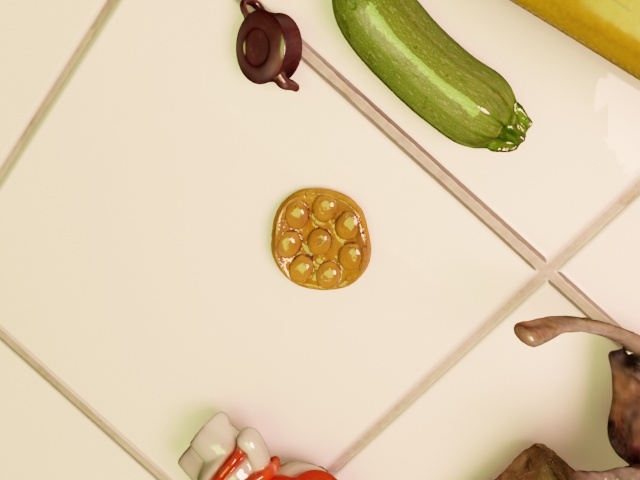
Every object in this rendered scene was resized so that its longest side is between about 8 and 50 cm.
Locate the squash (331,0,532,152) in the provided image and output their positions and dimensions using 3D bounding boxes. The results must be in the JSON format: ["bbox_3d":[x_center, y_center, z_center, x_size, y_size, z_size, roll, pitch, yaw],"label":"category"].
[{"bbox_3d":[0.093,-0.156,0.634,0.219,0.068,0.077,41,106,-1],"label":"squash"}]

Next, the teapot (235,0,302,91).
[{"bbox_3d":[-0.047,-0.184,0.675,0.067,0.045,0.100,-30,79,41],"label":"teapot"}]

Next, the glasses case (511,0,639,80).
[{"bbox_3d":[0.281,-0.176,0.524,0.371,0.173,0.141,33,114,3],"label":"glasses case"}]

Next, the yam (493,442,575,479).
[{"bbox_3d":[0.185,0.313,0.714,0.129,0.128,0.238,44,111,23],"label":"yam"}]

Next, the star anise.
[{"bbox_3d":[0.311,0.230,0.599,0.359,0.316,0.139,13,155,-28],"label":"star anise"}]

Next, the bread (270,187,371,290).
[{"bbox_3d":[0.000,0.000,0.726,0.109,0.024,0.110,4,107,12],"label":"bread"}]

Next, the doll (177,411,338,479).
[{"bbox_3d":[-0.029,0.311,0.763,0.290,0.130,0.161,42,121,10],"label":"doll"}]
